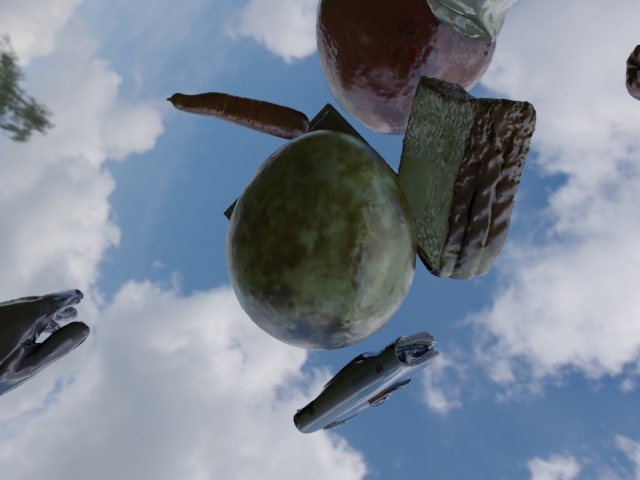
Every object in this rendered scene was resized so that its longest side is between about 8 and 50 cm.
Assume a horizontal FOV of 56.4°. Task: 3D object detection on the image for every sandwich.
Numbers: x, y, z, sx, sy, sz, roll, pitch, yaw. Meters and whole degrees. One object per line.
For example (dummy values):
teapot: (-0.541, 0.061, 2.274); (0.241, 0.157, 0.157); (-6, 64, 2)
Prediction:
sandwich: (0.201, -0.098, 0.915); (0.301, 0.099, 0.271); (-112, -153, -68)

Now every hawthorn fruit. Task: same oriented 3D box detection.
hawthorn fruit: (0.169, -0.416, 1.302); (0.403, 0.403, 0.402); (-20, -129, 27)

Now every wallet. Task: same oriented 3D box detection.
wallet: (0.075, 0.224, 0.947); (0.231, 0.170, 0.069); (-41, -116, 25)

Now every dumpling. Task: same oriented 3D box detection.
dumpling: (0.175, -0.343, 0.670); (0.132, 0.250, 0.162); (-25, -123, -19)

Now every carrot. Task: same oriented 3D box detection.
carrot: (-0.135, -0.218, 1.015); (0.059, 0.248, 0.059); (-170, -90, -76)

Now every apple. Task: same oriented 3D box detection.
apple: (0.762, -0.370, 1.322); (0.158, 0.156, 0.147); (-11, -91, -5)

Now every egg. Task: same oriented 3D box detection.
egg: (0.000, 0.000, 0.741); (0.238, 0.289, 0.238); (-2, -143, 1)

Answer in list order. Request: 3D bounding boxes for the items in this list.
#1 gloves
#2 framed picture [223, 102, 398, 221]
gloves: (-0.419, 0.146, 0.790); (0.142, 0.119, 0.285); (22, -149, 13)
framed picture: (-0.017, -0.079, 1.171); (0.315, 0.024, 0.232); (-44, -104, 12)
